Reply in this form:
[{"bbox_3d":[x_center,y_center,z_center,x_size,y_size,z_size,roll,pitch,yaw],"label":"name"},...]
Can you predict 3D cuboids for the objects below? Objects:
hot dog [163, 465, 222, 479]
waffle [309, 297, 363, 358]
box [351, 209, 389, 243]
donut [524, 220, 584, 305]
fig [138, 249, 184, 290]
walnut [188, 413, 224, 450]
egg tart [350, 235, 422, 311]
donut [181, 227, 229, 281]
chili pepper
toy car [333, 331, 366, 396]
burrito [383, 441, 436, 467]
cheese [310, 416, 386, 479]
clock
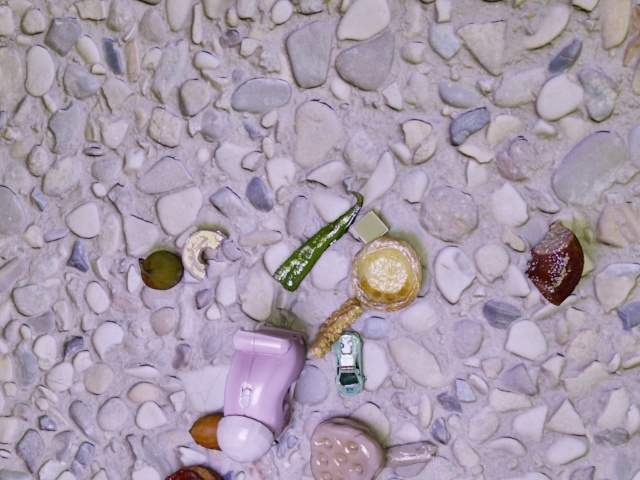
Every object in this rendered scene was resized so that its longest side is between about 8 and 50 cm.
[{"bbox_3d":[-0.368,0.870,1.554,0.266,0.174,0.388,-7,91,13],"label":"hot dog"},{"bbox_3d":[0.046,0.246,1.473,0.051,0.149,0.194,43,98,-10],"label":"waffle"},{"bbox_3d":[0.141,-0.033,1.501,0.083,0.035,0.079,-43,84,8],"label":"box"},{"bbox_3d":[0.625,0.061,1.374,0.144,0.126,0.187,39,98,0],"label":"donut"},{"bbox_3d":[-0.475,0.085,1.521,0.124,0.236,0.125,0,85,2],"label":"fig"},{"bbox_3d":[-0.303,0.571,1.565,0.207,0.115,0.116,-5,91,17],"label":"walnut"},{"bbox_3d":[0.184,0.095,1.470,0.212,0.090,0.213,0,91,8],"label":"egg tart"},{"bbox_3d":[-0.355,0.029,1.581,0.108,0.065,0.166,31,99,4],"label":"donut"},{"bbox_3d":[0.001,0.000,1.510,0.084,0.076,0.359,38,103,-11],"label":"chili pepper"},{"bbox_3d":[0.083,0.357,1.513,0.093,0.058,0.186,-3,91,9],"label":"toy car"},{"bbox_3d":[0.239,0.610,1.497,0.188,0.045,0.058,-15,90,11],"label":"burrito"},{"bbox_3d":[0.069,0.602,1.479,0.235,0.117,0.218,-35,75,27],"label":"cheese"},{"bbox_3d":[-0.153,0.402,1.427,0.183,0.342,0.326,11,85,15],"label":"clock"}]
